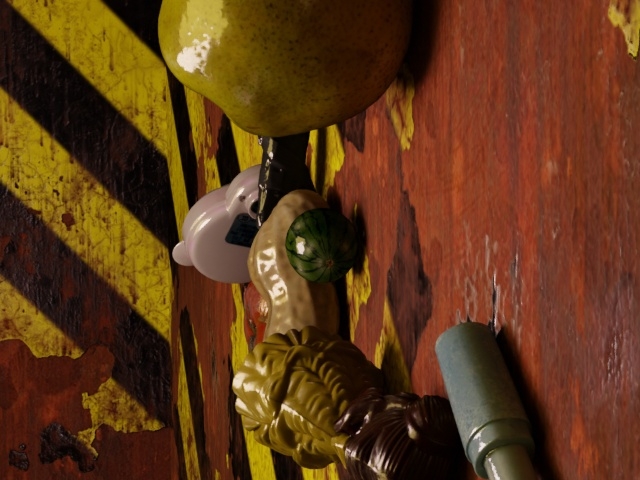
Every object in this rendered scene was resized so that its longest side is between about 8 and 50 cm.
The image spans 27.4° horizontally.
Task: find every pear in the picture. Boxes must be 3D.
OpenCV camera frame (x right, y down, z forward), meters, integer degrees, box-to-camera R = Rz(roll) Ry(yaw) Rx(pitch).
[{"bbox_3d":[-0.034,-0.265,1.472,0.294,0.294,0.294,179,90,-76],"label":"pear"}]

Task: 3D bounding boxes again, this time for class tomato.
[{"bbox_3d":[-0.063,0.136,1.974,0.237,0.095,0.236,178,90,-76],"label":"tomato"}]

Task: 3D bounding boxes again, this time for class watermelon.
[{"bbox_3d":[-0.001,0.005,1.707,0.109,0.109,0.109,179,90,-76],"label":"watermelon"}]

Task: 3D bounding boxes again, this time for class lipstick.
[{"bbox_3d":[0.161,0.189,1.147,0.274,0.061,0.068,-105,22,-45],"label":"lipstick"}]

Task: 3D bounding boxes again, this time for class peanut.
[{"bbox_3d":[-0.036,0.065,1.790,0.111,0.125,0.274,111,157,-75],"label":"peanut"}]

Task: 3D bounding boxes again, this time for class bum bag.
[{"bbox_3d":[-0.049,-0.125,1.873,0.123,0.060,0.248,-2,-87,-60],"label":"bum bag"}]

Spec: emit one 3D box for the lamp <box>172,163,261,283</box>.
[{"bbox_3d":[-0.114,-0.034,2.018,0.246,0.180,0.108,-53,40,38],"label":"lamp"}]

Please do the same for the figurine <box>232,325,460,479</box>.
[{"bbox_3d":[0.042,0.216,1.450,0.187,0.168,0.315,49,171,-24],"label":"figurine"}]
